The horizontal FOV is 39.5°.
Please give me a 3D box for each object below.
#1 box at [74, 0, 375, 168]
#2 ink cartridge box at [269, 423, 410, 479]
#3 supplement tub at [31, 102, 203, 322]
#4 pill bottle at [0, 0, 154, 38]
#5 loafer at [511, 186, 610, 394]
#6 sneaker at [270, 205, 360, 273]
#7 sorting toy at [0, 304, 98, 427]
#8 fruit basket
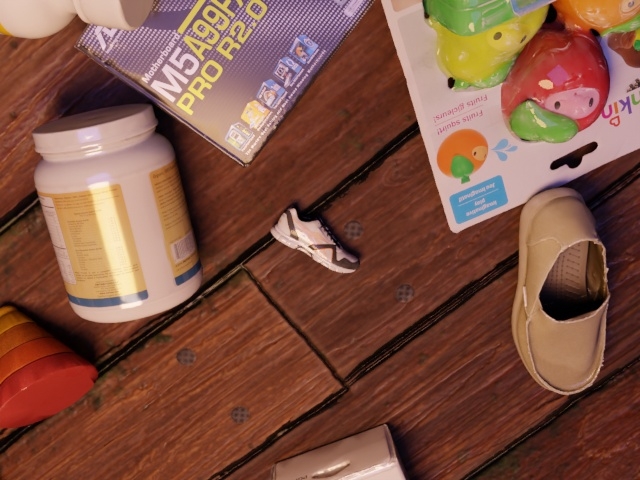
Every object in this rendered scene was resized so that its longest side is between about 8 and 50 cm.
[{"bbox_3d":[-0.082,-0.243,0.906,0.216,0.060,0.270,36,102,-13],"label":"box"},{"bbox_3d":[0.050,0.355,1.087,0.159,0.092,0.217,-21,109,4],"label":"ink cartridge box"},{"bbox_3d":[-0.210,-0.030,0.922,0.144,0.144,0.199,-11,108,0],"label":"supplement tub"},{"bbox_3d":[-0.318,-0.286,0.790,0.334,0.188,0.187,11,107,3],"label":"pill bottle"},{"bbox_3d":[0.270,0.075,0.996,0.102,0.092,0.268,-13,119,1],"label":"loafer"},{"bbox_3d":[0.000,0.000,0.998,0.109,0.040,0.043,28,102,-12],"label":"sneaker"},{"bbox_3d":[-0.434,0.193,0.996,0.366,0.127,0.126,-32,71,0],"label":"sorting toy"},{"bbox_3d":[0.237,-0.205,0.880,0.327,0.165,0.353,-24,117,-4],"label":"fruit basket"}]
